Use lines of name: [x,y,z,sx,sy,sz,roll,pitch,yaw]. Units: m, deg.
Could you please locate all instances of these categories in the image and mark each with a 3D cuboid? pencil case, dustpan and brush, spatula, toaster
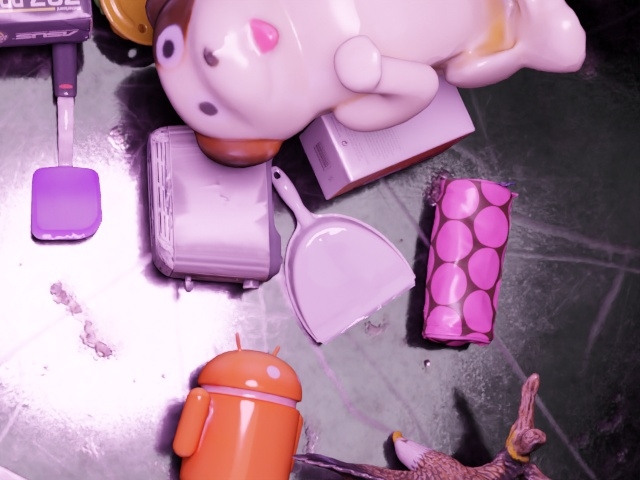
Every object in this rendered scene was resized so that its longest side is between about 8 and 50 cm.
pencil case: [0.184,0.028,1.843,0.098,0.095,0.209,15,80,-31]
dustpan and brush: [0.000,0.000,1.827,0.147,0.060,0.211,-33,96,-2]
spatula: [-0.302,-0.145,1.788,0.084,0.030,0.296,0,81,-13]
toaster: [-0.126,-0.053,1.764,0.146,0.129,0.227,-2,83,-10]

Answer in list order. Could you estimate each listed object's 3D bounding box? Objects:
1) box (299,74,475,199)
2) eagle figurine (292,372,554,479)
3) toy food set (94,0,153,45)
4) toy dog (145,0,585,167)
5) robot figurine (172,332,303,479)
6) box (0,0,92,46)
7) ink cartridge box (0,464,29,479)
box: [0.078,-0.130,1.819,0.170,0.130,0.091,-23,87,-14]
eagle figurine: [0.120,0.298,1.742,0.298,0.225,0.226,-20,99,-25]
toy food set: [-0.231,-0.335,1.820,0.128,0.071,0.218,-3,84,-37]
toy dog: [0.011,-0.252,1.643,0.408,0.395,0.285,-23,105,-13]
robot figurine: [-0.091,0.220,1.730,0.158,0.128,0.219,12,79,-10]
box: [-0.469,-0.378,1.714,0.395,0.097,0.318,-6,79,-12]
ink cartridge box: [-0.320,0.336,1.696,0.209,0.062,0.109,29,77,-7]
